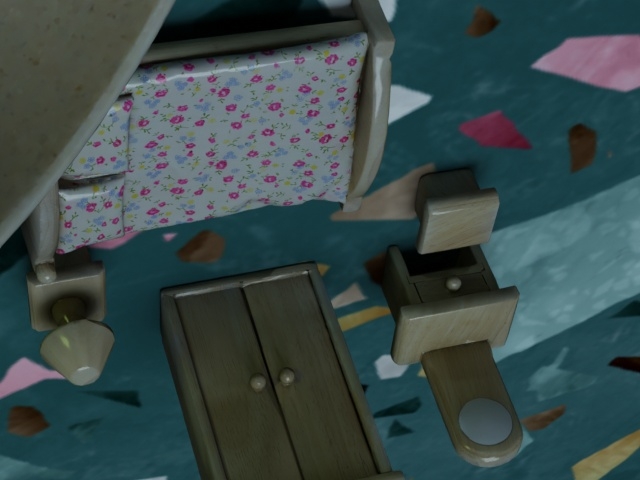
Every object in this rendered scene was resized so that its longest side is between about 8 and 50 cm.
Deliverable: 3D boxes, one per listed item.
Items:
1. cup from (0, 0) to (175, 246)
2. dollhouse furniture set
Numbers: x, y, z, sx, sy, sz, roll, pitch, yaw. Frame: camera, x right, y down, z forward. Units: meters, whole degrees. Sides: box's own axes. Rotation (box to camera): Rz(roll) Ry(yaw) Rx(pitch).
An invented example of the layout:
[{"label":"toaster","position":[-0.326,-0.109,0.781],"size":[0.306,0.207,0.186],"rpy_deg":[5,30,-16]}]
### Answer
[{"label":"cup","position":[-0.189,-0.149,0.496],"size":[0.331,0.237,0.331],"rpy_deg":[-57,171,-15]},{"label":"dollhouse furniture set","position":[0.000,0.000,0.876],"size":[0.303,0.174,0.355],"rpy_deg":[-10,143,-14]}]
